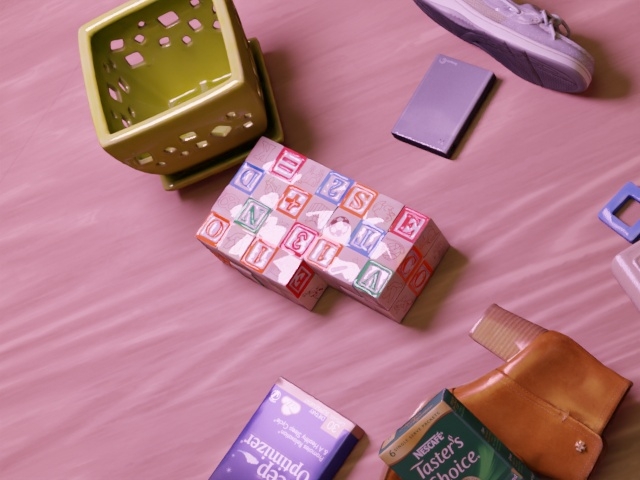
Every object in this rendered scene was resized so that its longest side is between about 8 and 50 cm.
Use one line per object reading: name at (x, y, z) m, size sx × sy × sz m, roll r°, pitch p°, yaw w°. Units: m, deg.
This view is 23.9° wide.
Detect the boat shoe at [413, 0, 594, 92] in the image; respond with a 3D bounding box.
boat shoe at (0.252, -0.303, 2.049) m, size 0.103 × 0.118 × 0.320 m, roll -51°, pitch 50°, yaw -1°

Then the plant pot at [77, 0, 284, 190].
plant pot at (-0.186, -0.213, 2.142) m, size 0.227 × 0.207 × 0.228 m, roll -23°, pitch 58°, yaw 13°

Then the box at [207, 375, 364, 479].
box at (-0.061, 0.299, 1.930) m, size 0.136 × 0.036 × 0.225 m, roll 29°, pitch 80°, yaw 33°

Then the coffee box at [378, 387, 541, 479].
coffee box at (0.169, 0.272, 1.758) m, size 0.184 × 0.040 × 0.113 m, roll 46°, pitch 112°, yaw -5°

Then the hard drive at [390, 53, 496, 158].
hard drive at (0.169, -0.186, 2.080) m, size 0.094 × 0.022 × 0.135 m, roll 24°, pitch 76°, yaw 32°

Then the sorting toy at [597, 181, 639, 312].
sorting toy at (0.471, 0.037, 1.817) m, size 0.196 × 0.047 × 0.347 m, roll -34°, pitch 57°, yaw 5°

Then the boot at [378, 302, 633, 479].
boot at (0.219, 0.241, 1.800) m, size 0.211 × 0.104 × 0.295 m, roll 35°, pitch 95°, yaw 19°

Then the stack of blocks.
stack of blocks at (0.000, 0.000, 2.022) m, size 0.297 × 0.087 × 0.171 m, roll 27°, pitch 78°, yaw 32°
